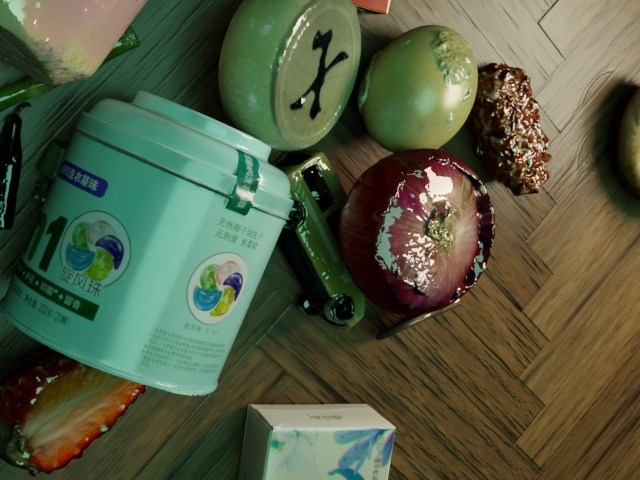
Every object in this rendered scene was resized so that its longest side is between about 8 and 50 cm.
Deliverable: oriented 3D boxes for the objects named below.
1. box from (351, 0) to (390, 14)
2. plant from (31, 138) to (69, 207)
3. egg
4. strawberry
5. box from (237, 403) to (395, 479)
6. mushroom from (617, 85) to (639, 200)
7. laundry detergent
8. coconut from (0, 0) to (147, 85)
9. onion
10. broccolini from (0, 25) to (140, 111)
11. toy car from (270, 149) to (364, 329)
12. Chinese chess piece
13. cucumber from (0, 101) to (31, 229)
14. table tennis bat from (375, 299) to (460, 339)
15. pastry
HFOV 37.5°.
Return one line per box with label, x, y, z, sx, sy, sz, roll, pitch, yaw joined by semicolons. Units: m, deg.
box;0.021;-0.388;1.309;0.175;0.048;0.112;10;99;-25
plant;-0.345;-0.077;1.214;0.051;0.051;0.102;18;105;-26
egg;0.139;-0.215;1.337;0.164;0.164;0.201;40;71;-25
strawberry;-0.337;0.192;1.244;0.236;0.111;0.190;-31;142;-38
box;-0.016;0.389;1.412;0.203;0.116;0.274;5;98;-24
mushroom;0.582;-0.122;1.563;0.151;0.156;0.285;-40;102;1
laundry detergent;-0.200;-0.009;1.158;0.287;0.287;0.305;22;92;-26
coconut;-0.307;-0.323;1.081;0.233;0.233;0.245;39;74;-25
onion;0.127;-0.010;1.296;0.248;0.161;0.248;9;76;-38
broccolini;-0.401;-0.188;1.151;0.392;0.074;0.079;-31;102;-17
toy car;0.000;0.000;1.351;0.124;0.101;0.256;-36;111;-22
Chinese chess piece;-0.035;-0.233;1.233;0.238;0.092;0.238;-40;142;-42
cucumber;-0.394;-0.095;1.193;0.043;0.039;0.163;0;102;-49
table tennis bat;0.176;0.163;1.448;0.170;0.107;0.119;-21;84;-40
pastry;0.286;-0.171;1.442;0.115;0.097;0.208;-28;108;-21
